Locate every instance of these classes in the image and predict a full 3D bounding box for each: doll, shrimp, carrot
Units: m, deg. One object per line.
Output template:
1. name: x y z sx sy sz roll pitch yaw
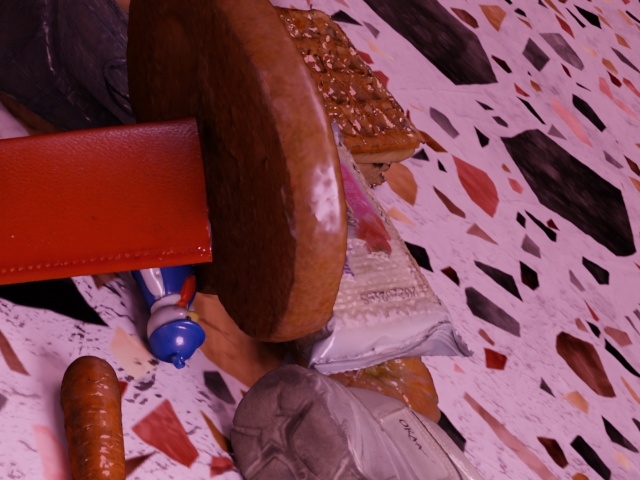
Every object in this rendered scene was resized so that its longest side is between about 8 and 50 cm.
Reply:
1. doll: -0.128 0.050 1.516 0.099 0.058 0.143 58 15 -47
2. shrimp: 0.005 0.082 1.663 0.267 0.061 0.145 51 33 10
3. carrot: -0.163 0.161 1.311 0.047 0.047 0.191 27 34 -33

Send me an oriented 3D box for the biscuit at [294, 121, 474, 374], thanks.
1. biscuit: -0.004 0.000 1.634 0.186 0.079 0.309 -3 53 -37

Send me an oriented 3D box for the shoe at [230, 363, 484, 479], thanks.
1. shoe: 0.086 0.245 1.449 0.210 0.132 0.342 10 38 -46

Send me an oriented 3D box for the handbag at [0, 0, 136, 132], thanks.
1. handbag: -0.224 -0.175 1.687 0.175 0.089 0.270 39 25 -29

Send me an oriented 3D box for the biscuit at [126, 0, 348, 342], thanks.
1. biscuit: -0.072 -0.073 1.486 0.063 0.314 0.367 -14 49 -22

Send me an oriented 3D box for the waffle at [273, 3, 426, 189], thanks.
1. waffle: -0.035 -0.151 1.912 0.213 0.091 0.308 53 27 15

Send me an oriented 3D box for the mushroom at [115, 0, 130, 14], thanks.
1. mushroom: -0.202 -0.302 1.896 0.097 0.088 0.212 66 3 -58

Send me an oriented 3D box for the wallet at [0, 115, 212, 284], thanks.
1. wallet: -0.189 -0.029 1.409 0.204 0.045 0.142 -7 52 -4
